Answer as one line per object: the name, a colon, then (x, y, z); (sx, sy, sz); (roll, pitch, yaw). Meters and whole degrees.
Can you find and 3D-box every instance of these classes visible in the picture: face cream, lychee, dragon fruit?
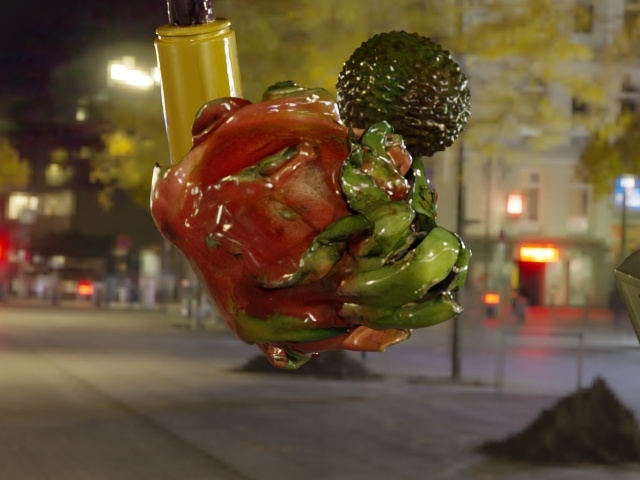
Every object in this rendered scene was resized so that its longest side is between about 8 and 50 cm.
face cream: (-0.115, -0.151, 1.479); (0.078, 0.273, 0.078); (-6, 18, 2)
lychee: (0.104, -0.173, 1.860); (0.171, 0.171, 0.171); (2, -1, 0)
dragon fruit: (0.004, -0.021, 1.075); (0.198, 0.200, 0.269); (12, -19, -37)

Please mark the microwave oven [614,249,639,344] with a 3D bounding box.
microwave oven: (0.494, 0.154, 1.349); (0.374, 0.432, 0.236); (-32, 25, -17)
